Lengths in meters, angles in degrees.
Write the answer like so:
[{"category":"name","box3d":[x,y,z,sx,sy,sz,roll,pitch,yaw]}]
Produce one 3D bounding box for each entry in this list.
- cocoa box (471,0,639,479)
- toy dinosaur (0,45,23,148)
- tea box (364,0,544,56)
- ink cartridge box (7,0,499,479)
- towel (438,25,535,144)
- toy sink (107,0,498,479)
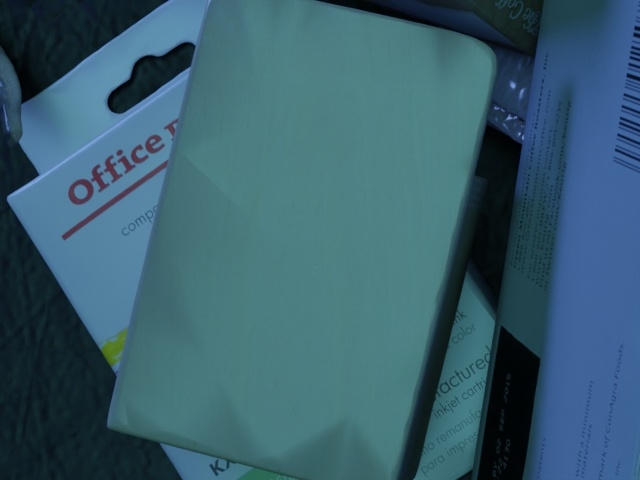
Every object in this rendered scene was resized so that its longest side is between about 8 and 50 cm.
[{"category":"cocoa box","box3d":[0.226,0.040,0.931,0.228,0.231,0.347,5,100,-13]},{"category":"toy dinosaur","box3d":[-0.251,-0.176,1.205,0.268,0.064,0.118,36,95,20]},{"category":"tea box","box3d":[0.006,-0.319,1.052,0.329,0.220,0.323,24,89,32]},{"category":"ink cartridge box","box3d":[-0.038,0.008,1.132,0.207,0.119,0.353,-35,81,6]},{"category":"towel","box3d":[0.173,-0.179,1.085,0.187,0.049,0.282,39,105,52]},{"category":"toy sink","box3d":[0.000,0.000,1.000,0.153,0.131,0.234,13,92,9]}]
